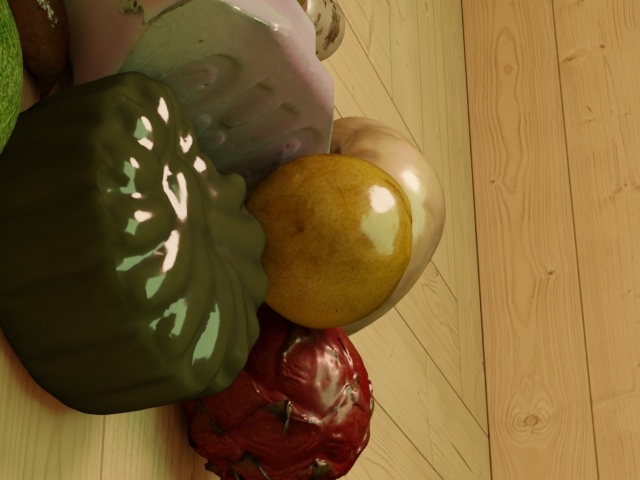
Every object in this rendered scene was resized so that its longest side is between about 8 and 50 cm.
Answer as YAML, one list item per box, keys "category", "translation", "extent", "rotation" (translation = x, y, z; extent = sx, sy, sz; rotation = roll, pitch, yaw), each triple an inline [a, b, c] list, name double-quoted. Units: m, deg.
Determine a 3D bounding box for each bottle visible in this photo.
- category: "bottle"
  translation: [-0.050, -0.360, 2.454]
  extent: [0.253, 0.120, 0.120]
  rotation: [13, 69, -71]

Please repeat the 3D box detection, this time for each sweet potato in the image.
- category: "sweet potato"
  translation: [-0.306, -0.256, 1.633]
  extent: [0.068, 0.068, 0.226]
  rotation: [-67, 143, -61]

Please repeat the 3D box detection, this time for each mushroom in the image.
- category: "mushroom"
  translation: [0.018, -0.046, 2.117]
  extent: [0.353, 0.325, 0.353]
  rotation: [0, 90, -70]

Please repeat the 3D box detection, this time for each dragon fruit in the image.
- category: "dragon fruit"
  translation: [-0.061, 0.186, 1.915]
  extent: [0.244, 0.244, 0.299]
  rotation: [34, 36, -68]

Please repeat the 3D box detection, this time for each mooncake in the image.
- category: "mooncake"
  translation: [-0.193, 0.008, 1.607]
  extent: [0.351, 0.187, 0.351]
  rotation: [-9, 90, -68]

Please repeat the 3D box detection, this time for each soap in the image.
- category: "soap"
  translation: [-0.134, -0.189, 1.782]
  extent: [0.446, 0.261, 0.156]
  rotation: [50, 18, -58]

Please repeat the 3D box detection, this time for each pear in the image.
- category: "pear"
  translation: [0.000, 0.000, 1.813]
  extent: [0.209, 0.209, 0.209]
  rotation: [-9, 90, -74]

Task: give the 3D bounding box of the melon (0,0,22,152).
- category: "melon"
  translation: [-0.334, -0.163, 1.388]
  extent: [0.323, 0.124, 0.196]
  rotation: [-63, 148, -61]

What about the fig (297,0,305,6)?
- category: "fig"
  translation: [-0.101, -0.405, 2.086]
  extent: [0.207, 0.207, 0.230]
  rotation: [-55, 161, -67]
